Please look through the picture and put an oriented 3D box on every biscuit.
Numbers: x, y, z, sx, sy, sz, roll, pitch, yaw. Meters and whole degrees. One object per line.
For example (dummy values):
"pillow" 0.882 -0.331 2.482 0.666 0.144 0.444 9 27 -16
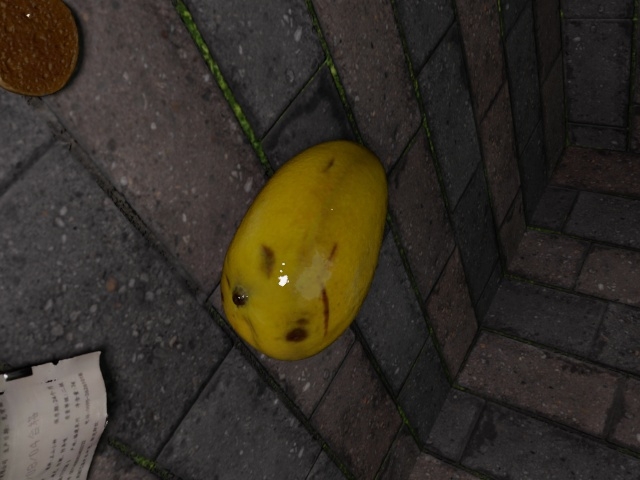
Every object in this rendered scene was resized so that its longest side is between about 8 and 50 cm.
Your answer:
"biscuit" -0.331 -0.241 0.645 0.124 0.026 0.175 -50 139 -34

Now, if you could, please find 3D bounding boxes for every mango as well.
"mango" 0.000 0.000 1.046 0.445 0.221 0.301 -54 138 -33

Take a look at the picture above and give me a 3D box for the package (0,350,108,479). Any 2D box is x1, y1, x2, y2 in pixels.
"package" -0.376 0.277 0.752 0.204 0.062 0.250 -6 111 -53
